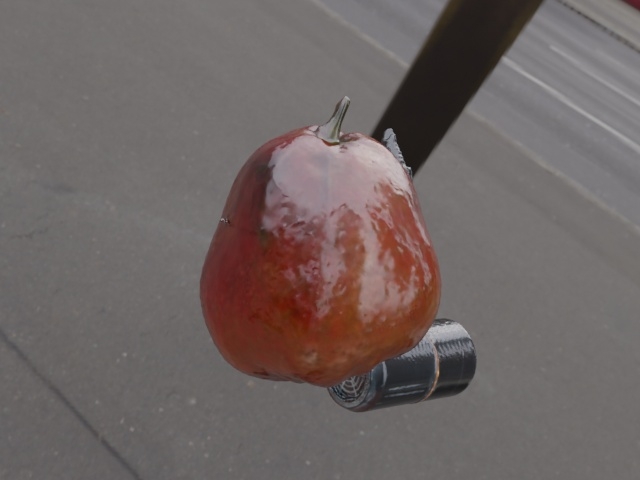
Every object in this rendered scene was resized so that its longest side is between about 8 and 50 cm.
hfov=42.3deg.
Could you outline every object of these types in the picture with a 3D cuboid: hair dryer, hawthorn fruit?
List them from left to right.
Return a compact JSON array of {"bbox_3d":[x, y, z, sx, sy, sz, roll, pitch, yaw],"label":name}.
[{"bbox_3d":[0.000,0.000,0.762,0.224,0.260,0.224,-3,13,1],"label":"hawthorn fruit"},{"bbox_3d":[0.084,0.031,1.041,0.189,0.107,0.352,-1,82,-42],"label":"hair dryer"}]
